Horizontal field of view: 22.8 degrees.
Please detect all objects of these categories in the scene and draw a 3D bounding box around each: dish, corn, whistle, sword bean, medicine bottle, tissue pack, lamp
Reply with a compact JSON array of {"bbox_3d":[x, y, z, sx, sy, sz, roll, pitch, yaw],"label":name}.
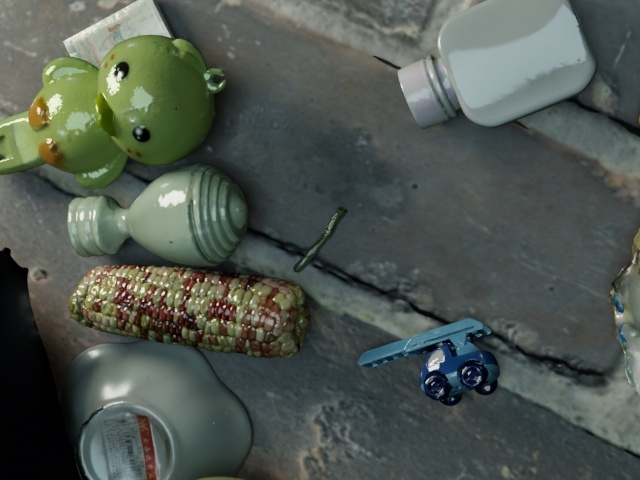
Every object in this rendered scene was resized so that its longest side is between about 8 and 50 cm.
[{"bbox_3d":[-0.190,0.213,1.646,0.229,0.081,0.229,1,94,10],"label":"dish"},{"bbox_3d":[-0.136,0.067,1.622,0.253,0.086,0.086,7,96,13],"label":"corn"},{"bbox_3d":[-0.231,-0.120,1.594,0.294,0.141,0.141,-18,91,7],"label":"whistle"},{"bbox_3d":[0.000,0.000,1.627,0.012,0.012,0.083,38,99,6],"label":"sword bean"},{"bbox_3d":[0.171,-0.172,1.551,0.183,0.069,0.119,-23,91,11],"label":"medicine bottle"},{"bbox_3d":[-0.208,-0.206,1.643,0.108,0.023,0.056,-27,91,12],"label":"tissue pack"},{"bbox_3d":[-0.163,-0.020,1.618,0.193,0.106,0.106,-7,93,22],"label":"lamp"}]

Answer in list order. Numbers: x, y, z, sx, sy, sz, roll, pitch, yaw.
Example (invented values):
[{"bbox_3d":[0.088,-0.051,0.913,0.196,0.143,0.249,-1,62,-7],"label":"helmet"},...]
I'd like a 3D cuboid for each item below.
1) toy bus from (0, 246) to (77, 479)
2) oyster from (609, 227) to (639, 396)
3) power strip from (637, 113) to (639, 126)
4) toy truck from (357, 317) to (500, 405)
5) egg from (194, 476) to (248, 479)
[{"bbox_3d":[-0.365,0.203,1.612,0.162,0.171,0.386,-15,88,47],"label":"toy bus"},{"bbox_3d":[0.375,0.094,1.524,0.214,0.083,0.223,29,125,27],"label":"oyster"},{"bbox_3d":[0.409,-0.028,1.531,0.064,0.044,0.305,-37,86,11],"label":"power strip"},{"bbox_3d":[0.110,0.131,1.594,0.136,0.063,0.074,-19,71,13],"label":"toy truck"},{"bbox_3d":[-0.074,0.361,1.566,0.219,0.219,0.269,-24,107,12],"label":"egg"}]
